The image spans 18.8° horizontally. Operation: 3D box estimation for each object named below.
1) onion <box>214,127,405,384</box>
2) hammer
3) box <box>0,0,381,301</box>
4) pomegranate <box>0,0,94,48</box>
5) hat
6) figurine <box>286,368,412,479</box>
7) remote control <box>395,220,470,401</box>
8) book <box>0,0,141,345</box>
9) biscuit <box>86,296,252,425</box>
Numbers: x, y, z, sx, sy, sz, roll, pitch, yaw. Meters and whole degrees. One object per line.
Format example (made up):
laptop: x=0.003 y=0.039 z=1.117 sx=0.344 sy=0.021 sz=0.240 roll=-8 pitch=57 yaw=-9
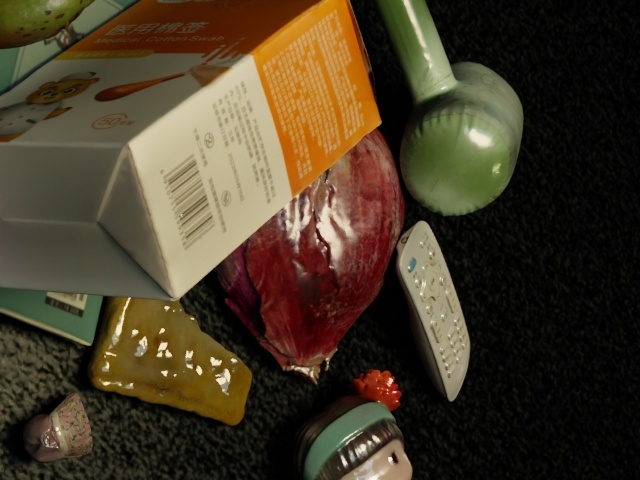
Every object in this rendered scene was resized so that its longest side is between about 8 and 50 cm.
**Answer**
onion: x=0.000 y=0.000 z=1.884 sx=0.227 sy=0.120 sz=0.283 roll=-5 pitch=90 yaw=-31
hammer: x=0.102 y=-0.200 z=1.915 sx=0.206 sy=0.119 sz=0.335 roll=-72 pitch=141 yaw=-67
box: x=-0.130 y=-0.094 z=1.652 sx=0.341 sy=0.225 sz=0.143 roll=-41 pitch=126 yaw=-47
pomegranate: x=-0.260 y=-0.258 z=1.544 sx=0.180 sy=0.180 sz=0.209 roll=-32 pitch=94 yaw=-33
hat: x=-0.241 y=0.175 z=1.751 sx=0.087 sy=0.042 sz=0.058 roll=-44 pitch=120 yaw=-66
figurine: x=0.059 y=0.259 z=1.921 sx=0.138 sy=0.110 sz=0.245 roll=-41 pitch=113 yaw=-41
remote control: x=0.111 y=0.076 z=1.965 sx=0.073 sy=0.044 sz=0.229 roll=-60 pitch=144 yaw=-34
book: x=-0.244 y=-0.118 z=1.712 sx=0.264 sy=0.031 sz=0.379 roll=29 pitch=70 yaw=-53
biscuit: x=-0.132 y=0.072 z=1.831 sx=0.174 sy=0.039 sz=0.183 roll=16 pitch=79 yaw=-33
